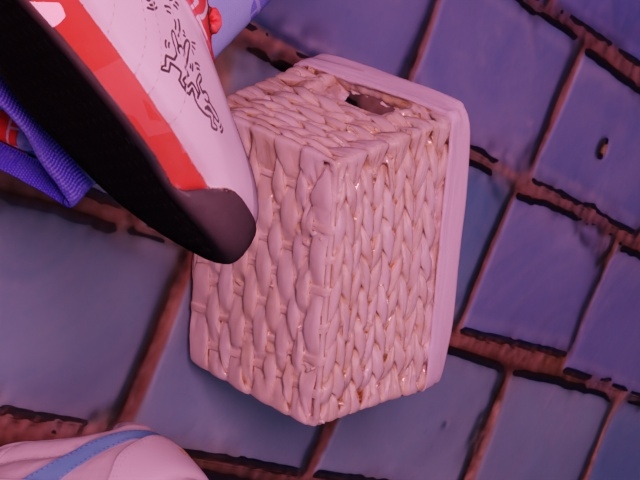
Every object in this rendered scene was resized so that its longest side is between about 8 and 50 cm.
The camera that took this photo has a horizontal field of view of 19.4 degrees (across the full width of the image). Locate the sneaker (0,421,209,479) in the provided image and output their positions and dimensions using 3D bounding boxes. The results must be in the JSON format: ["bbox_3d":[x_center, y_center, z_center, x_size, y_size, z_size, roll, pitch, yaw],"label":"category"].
[{"bbox_3d":[-0.158,0.154,0.883,0.229,0.092,0.087,-16,125,-27],"label":"sneaker"}]

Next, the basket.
[{"bbox_3d":[0.000,0.000,0.988,0.103,0.113,0.167,-19,123,-43],"label":"basket"}]

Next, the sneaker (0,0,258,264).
[{"bbox_3d":[-0.068,-0.129,0.640,0.145,0.090,0.270,-46,114,-18],"label":"sneaker"}]

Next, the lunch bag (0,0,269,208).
[{"bbox_3d":[-0.128,-0.199,0.706,0.221,0.138,0.293,-49,131,-22],"label":"lunch bag"}]
